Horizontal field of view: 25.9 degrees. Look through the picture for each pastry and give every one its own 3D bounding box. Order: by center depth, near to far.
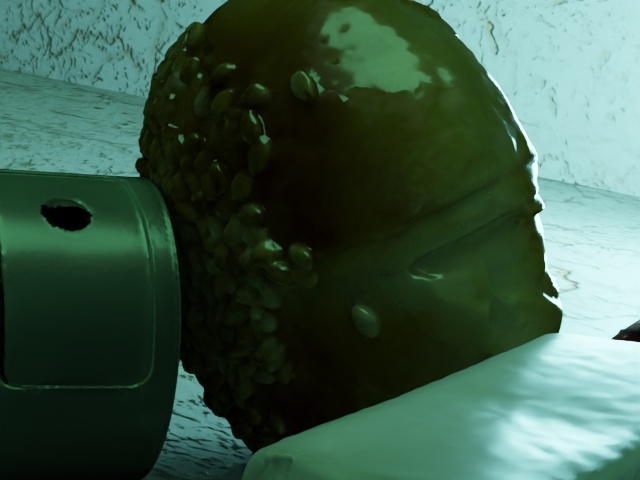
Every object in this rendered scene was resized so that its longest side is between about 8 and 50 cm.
[{"bbox_3d":[0.000,0.000,1.062,0.245,0.410,0.409,-16,22,-24],"label":"pastry"}]

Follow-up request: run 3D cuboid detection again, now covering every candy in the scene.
[{"bbox_3d":[0.098,0.175,0.749,0.145,0.208,0.358,15,15,31],"label":"candy"}]

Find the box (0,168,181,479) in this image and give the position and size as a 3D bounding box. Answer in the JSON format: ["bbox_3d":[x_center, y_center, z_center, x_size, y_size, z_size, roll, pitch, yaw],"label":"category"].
[{"bbox_3d":[-0.204,0.063,1.003,0.149,0.226,0.226,2,14,-24],"label":"box"}]

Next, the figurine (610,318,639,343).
[{"bbox_3d":[0.313,0.146,1.026,0.320,0.196,0.323,26,11,36],"label":"figurine"}]
